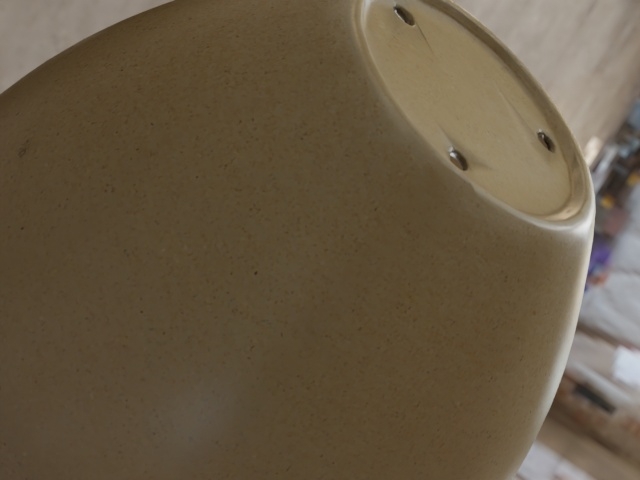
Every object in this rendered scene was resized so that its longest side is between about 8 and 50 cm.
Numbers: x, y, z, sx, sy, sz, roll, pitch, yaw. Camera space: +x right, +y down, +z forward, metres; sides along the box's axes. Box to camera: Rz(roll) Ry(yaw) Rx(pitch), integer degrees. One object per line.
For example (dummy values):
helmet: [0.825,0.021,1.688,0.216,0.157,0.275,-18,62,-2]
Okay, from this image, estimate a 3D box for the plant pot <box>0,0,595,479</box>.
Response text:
plant pot: [0.000,0.000,0.692,0.191,0.284,0.284,-43,174,29]
